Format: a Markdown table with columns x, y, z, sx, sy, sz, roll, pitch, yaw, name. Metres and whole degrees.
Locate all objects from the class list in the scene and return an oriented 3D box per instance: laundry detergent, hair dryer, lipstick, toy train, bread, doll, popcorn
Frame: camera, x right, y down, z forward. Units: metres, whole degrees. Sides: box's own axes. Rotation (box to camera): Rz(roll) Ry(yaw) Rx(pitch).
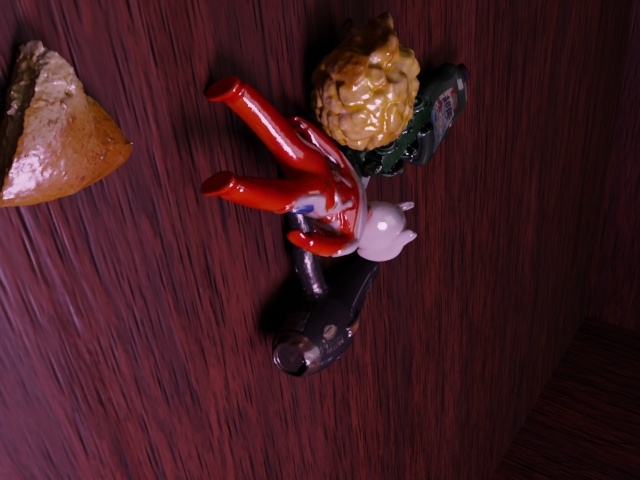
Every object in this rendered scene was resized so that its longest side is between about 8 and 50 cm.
| x | y | z | sx | sy | sz | roll | pitch | yaw | name |
| --- | --- | --- | --- | --- | --- | --- | --- | --- | --- |
| 0.211 | -0.239 | 1.242 | 0.221 | 0.078 | 0.144 | -49 | 143 | -36 | laundry detergent |
| 0.000 | 0.000 | 1.035 | 0.303 | 0.120 | 0.359 | -46 | 132 | -49 | hair dryer |
| 0.077 | -0.138 | 1.132 | 0.025 | 0.025 | 0.107 | 47 | 59 | -56 | lipstick |
| 0.104 | -0.170 | 1.082 | 0.170 | 0.111 | 0.071 | -52 | 142 | -23 | toy train |
| -0.250 | -0.083 | 0.630 | 0.136 | 0.054 | 0.154 | -55 | 142 | -20 | bread |
| 0.001 | -0.064 | 0.907 | 0.384 | 0.099 | 0.188 | 27 | 55 | -44 | doll |
| 0.063 | -0.216 | 0.951 | 0.170 | 0.180 | 0.180 | 51 | 53 | -8 | popcorn |
